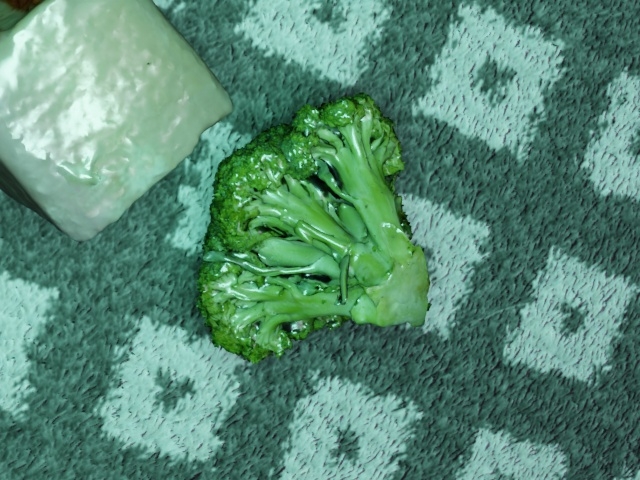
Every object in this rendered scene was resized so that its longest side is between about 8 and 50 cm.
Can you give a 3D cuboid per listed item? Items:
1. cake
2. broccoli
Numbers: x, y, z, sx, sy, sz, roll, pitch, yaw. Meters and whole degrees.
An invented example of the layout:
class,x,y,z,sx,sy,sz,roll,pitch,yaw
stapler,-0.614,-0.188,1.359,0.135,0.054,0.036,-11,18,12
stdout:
class,x,y,z,sx,sy,sz,roll,pitch,yaw
cake,-0.268,-0.162,1.646,0.237,0.309,0.230,-44,118,-10
broccoli,0.000,0.000,1.814,0.304,0.283,0.321,-31,132,-23
